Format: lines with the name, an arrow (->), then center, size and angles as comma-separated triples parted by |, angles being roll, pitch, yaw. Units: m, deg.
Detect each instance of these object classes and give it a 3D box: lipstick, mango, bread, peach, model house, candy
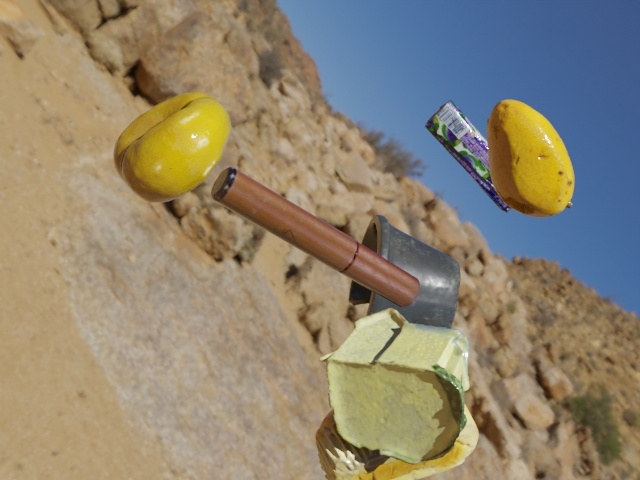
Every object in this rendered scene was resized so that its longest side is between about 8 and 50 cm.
lipstick -> 0.000, 0.000, 1.197 | 0.356, 0.057, 0.057 | 30, 12, -27
mango -> 0.368, -0.146, 1.478 | 0.109, 0.147, 0.227 | -35, 99, -46
bread -> 0.184, 0.467, 1.987 | 0.183, 0.388, 0.236 | -116, -158, -47
peach -> -0.282, -0.184, 1.578 | 0.153, 0.251, 0.251 | 45, 5, -32
model house -> 0.199, 0.314, 1.859 | 0.266, 0.321, 0.261 | -50, 137, -53
candy -> 0.393, -0.210, 2.058 | 0.312, 0.088, 0.061 | 48, 21, -4

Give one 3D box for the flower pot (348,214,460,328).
flower pot -> 0.227, 0.129, 2.185 | 0.251, 0.380, 0.379 | 11, 5, -5
